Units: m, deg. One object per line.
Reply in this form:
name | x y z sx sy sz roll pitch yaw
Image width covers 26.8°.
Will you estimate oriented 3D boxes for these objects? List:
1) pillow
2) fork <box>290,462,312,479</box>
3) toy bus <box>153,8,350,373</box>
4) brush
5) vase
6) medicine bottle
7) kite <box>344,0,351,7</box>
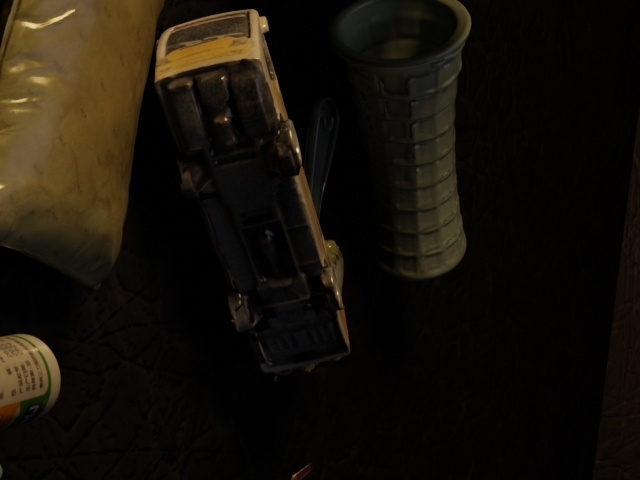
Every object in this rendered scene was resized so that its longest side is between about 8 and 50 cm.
pillow | -0.165 -0.128 0.935 0.185 0.075 0.302 35 63 -67
fork | -0.038 0.274 1.370 0.115 0.012 0.016 -60 142 -34
toy bus | -0.049 -0.034 1.144 0.138 0.097 0.342 -95 170 -50
brush | 0.000 0.000 1.335 0.068 0.060 0.296 25 73 -62
vase | 0.092 -0.099 1.416 0.143 0.143 0.298 -59 151 -44
medicine bottle | -0.241 0.114 0.817 0.221 0.061 0.092 -8 76 -65
kite | 0.055 -0.340 1.438 0.204 0.022 0.360 -27 119 -65
